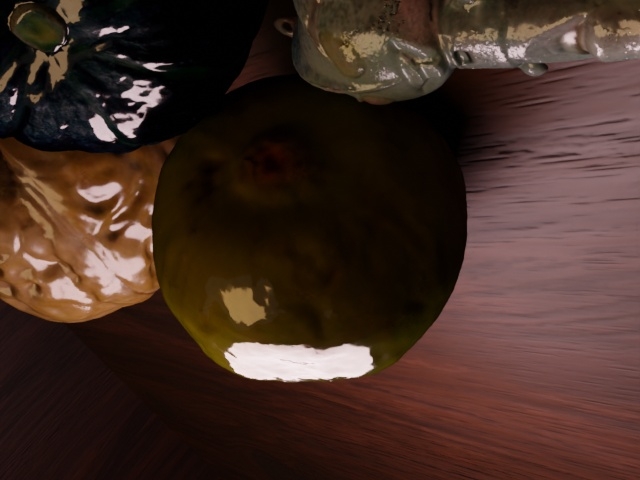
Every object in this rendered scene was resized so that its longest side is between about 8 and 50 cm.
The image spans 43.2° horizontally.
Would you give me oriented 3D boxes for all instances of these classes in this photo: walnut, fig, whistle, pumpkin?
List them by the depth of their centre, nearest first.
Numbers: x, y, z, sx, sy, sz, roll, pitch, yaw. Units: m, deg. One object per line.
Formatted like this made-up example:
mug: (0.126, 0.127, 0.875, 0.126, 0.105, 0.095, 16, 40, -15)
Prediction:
whistle: (0.103, -0.175, 0.643, 0.346, 0.133, 0.142, 7, 137, 34)
pumpkin: (-0.220, -0.244, 0.692, 0.363, 0.266, 0.363, -4, 140, -4)
fig: (-0.011, 0.003, 0.855, 0.343, 0.343, 0.343, 31, 153, 18)
walnut: (-0.343, -0.072, 1.126, 0.398, 0.354, 0.308, 57, -170, -38)
